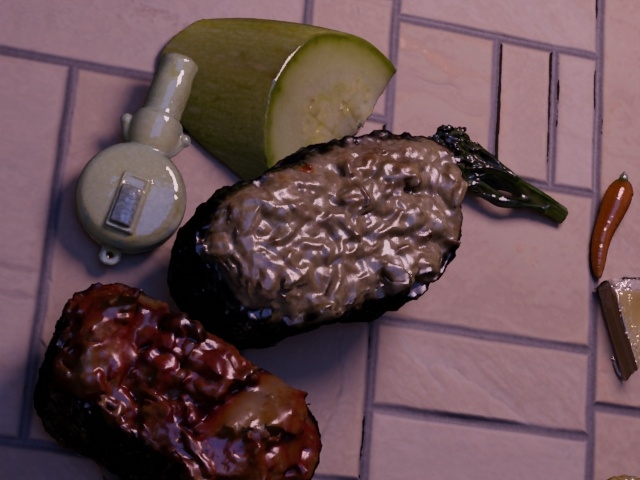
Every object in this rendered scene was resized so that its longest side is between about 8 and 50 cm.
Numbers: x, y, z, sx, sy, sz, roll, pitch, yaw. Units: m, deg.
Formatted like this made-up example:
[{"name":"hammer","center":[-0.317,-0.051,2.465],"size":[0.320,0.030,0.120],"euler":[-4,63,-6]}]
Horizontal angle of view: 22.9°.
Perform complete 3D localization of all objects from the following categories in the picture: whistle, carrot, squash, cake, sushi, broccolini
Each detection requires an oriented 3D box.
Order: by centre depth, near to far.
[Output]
[{"name":"sushi","center":[-0.145,0.195,1.669],"size":[0.343,0.182,0.196],"euler":[33,74,-1]},{"name":"sushi","center":[0.000,0.000,1.754],"size":[0.350,0.171,0.211],"euler":[-18,88,-29]},{"name":"whistle","center":[-0.198,-0.092,1.792],"size":[0.126,0.067,0.258],"euler":[20,75,-7]},{"name":"squash","center":[-0.064,-0.185,1.896],"size":[0.237,0.155,0.204],"euler":[-57,131,-24]},{"name":"cake","center":[0.378,0.107,1.914],"size":[0.065,0.052,0.121],"euler":[-3,74,-19]},{"name":"broccolini","center":[0.218,-0.081,1.920],"size":[0.203,0.068,0.091],"euler":[18,50,-11]},{"name":"carrot","center":[0.358,-0.021,1.960],"size":[0.035,0.035,0.142],"euler":[23,76,-8]}]

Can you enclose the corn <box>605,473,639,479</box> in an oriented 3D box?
[{"name":"corn","center":[0.323,0.423,1.780],"size":[0.097,0.097,0.320],"euler":[16,68,-11]}]
